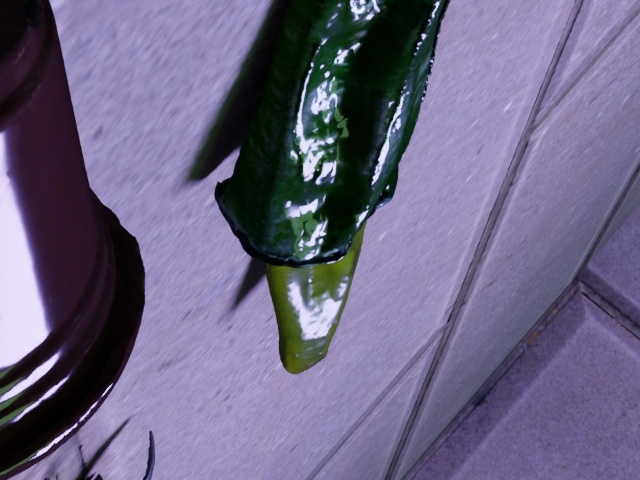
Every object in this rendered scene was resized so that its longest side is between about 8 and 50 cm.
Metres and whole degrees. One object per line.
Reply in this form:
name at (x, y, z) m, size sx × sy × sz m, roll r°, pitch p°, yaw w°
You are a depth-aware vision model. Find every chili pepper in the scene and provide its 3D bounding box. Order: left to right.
chili pepper at (0.000, 0.000, 0.916) m, size 0.052 × 0.050 × 0.201 m, roll -30°, pitch 161°, yaw -17°
chili pepper at (0.023, -0.088, 0.706) m, size 0.088 × 0.059 × 0.227 m, roll -48°, pitch 166°, yaw -42°

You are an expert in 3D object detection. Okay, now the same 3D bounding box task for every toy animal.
toy animal at (-0.110, 0.130, 0.958) m, size 0.084 × 0.028 × 0.050 m, roll -52°, pitch 171°, yaw 23°

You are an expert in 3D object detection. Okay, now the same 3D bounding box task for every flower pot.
flower pot at (-0.088, -0.016, 0.377) m, size 0.111 × 0.111 × 0.089 m, roll -43°, pitch 152°, yaw -37°
